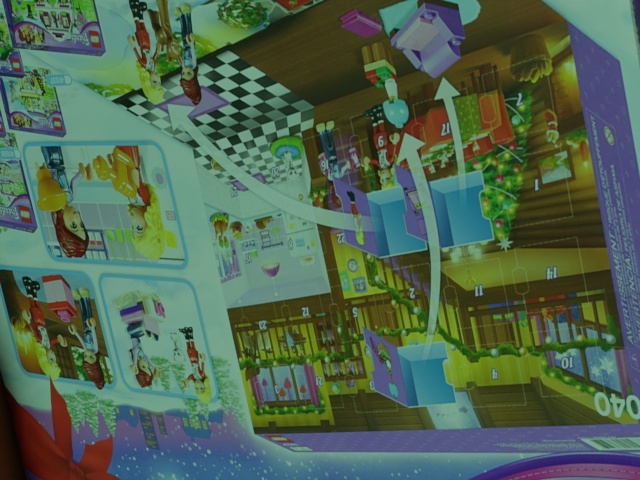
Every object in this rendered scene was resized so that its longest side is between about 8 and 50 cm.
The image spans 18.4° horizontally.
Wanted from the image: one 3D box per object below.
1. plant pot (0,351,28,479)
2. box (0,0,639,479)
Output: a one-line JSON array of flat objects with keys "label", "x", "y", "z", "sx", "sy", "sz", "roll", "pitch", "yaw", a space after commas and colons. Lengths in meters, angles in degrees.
[{"label": "plant pot", "x": -0.214, "y": 0.119, "z": 0.710, "sx": 0.291, "sy": 0.291, "sz": 0.203, "roll": 15, "pitch": 101, "yaw": 42}, {"label": "box", "x": 0.000, "y": 0.000, "z": 0.566, "sx": 0.293, "sy": 0.057, "sz": 0.201, "roll": 3, "pitch": 110, "yaw": 46}]
